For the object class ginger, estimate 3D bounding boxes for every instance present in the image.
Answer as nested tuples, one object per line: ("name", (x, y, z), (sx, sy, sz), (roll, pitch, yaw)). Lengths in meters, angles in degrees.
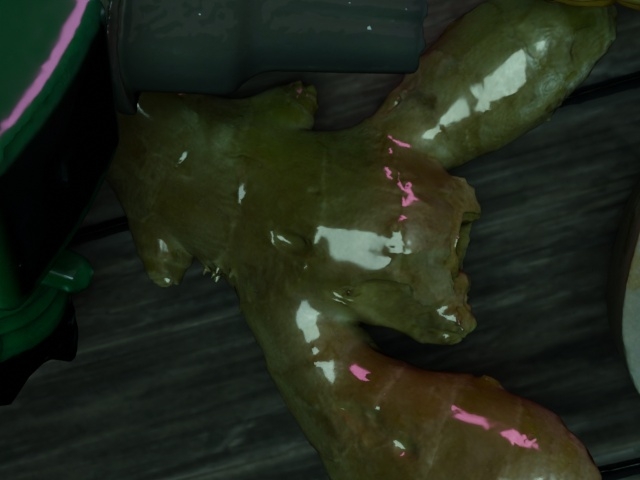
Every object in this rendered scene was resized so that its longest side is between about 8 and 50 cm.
("ginger", (0.003, 0.015, 0.776), (0.348, 0.122, 0.363), (1, 88, 13))

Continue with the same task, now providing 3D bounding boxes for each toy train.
("toy train", (-0.229, -0.031, 0.667), (0.249, 0.429, 0.178), (18, 57, 8))

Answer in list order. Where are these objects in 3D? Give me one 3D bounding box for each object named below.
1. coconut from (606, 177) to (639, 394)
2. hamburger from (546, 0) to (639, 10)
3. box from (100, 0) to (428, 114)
("coconut", (0.277, 0.025, 0.712), (0.241, 0.241, 0.241), (1, 98, 4))
("hamburger", (0.200, -0.206, 0.703), (0.237, 0.237, 0.149), (0, 139, 4))
("box", (-0.026, -0.199, 0.656), (0.178, 0.138, 0.274), (5, 113, -6))
